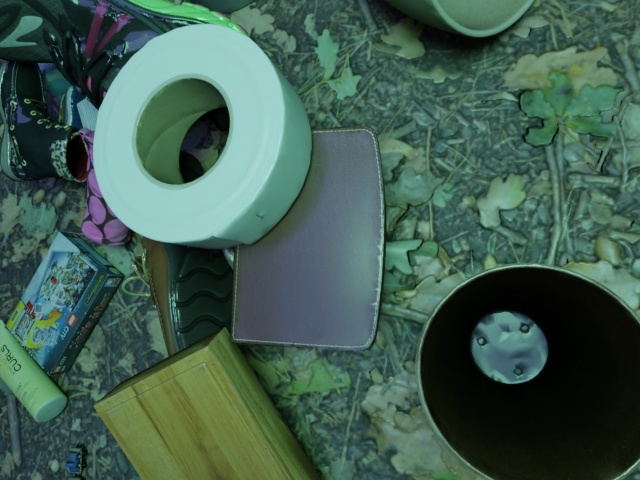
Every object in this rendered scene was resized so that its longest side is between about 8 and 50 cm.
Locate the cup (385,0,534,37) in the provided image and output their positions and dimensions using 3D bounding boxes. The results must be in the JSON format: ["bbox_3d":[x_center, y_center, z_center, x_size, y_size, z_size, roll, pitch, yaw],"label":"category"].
[{"bbox_3d":[0.153,-0.467,0.592,0.237,0.331,0.331,33,95,45],"label":"cup"}]

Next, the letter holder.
[{"bbox_3d":[0.000,0.000,0.651,0.215,0.152,0.301,-1,84,16],"label":"letter holder"}]

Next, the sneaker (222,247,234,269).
[{"bbox_3d":[-0.135,-0.027,0.741,0.071,0.066,0.188,-23,78,12],"label":"sneaker"}]

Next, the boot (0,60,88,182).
[{"bbox_3d":[-0.503,-0.221,0.802,0.179,0.085,0.236,8,97,21],"label":"boot"}]

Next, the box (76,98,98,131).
[{"bbox_3d":[-0.384,-0.234,0.842,0.137,0.072,0.126,-25,77,15],"label":"box"}]

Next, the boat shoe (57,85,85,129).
[{"bbox_3d":[-0.505,-0.225,0.891,0.066,0.066,0.183,13,93,39],"label":"boat shoe"}]

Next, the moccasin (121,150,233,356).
[{"bbox_3d":[-0.249,0.035,0.735,0.147,0.139,0.379,-29,75,36],"label":"moccasin"}]

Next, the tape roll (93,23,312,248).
[{"bbox_3d":[-0.158,-0.130,0.581,0.286,0.100,0.286,-2,83,18],"label":"tape roll"}]

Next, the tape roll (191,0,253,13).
[{"bbox_3d":[-0.186,-0.550,0.814,0.219,0.072,0.219,-2,82,18],"label":"tape roll"}]

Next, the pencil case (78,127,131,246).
[{"bbox_3d":[-0.386,-0.094,0.782,0.098,0.095,0.209,12,114,-9],"label":"pencil case"}]

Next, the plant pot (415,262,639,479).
[{"bbox_3d":[0.233,0.139,0.514,0.216,0.230,0.215,-2,84,17],"label":"plant pot"}]

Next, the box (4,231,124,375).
[{"bbox_3d":[-0.510,0.122,0.858,0.159,0.044,0.233,34,95,19],"label":"box"}]

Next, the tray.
[{"bbox_3d":[-0.123,0.352,0.622,0.203,0.076,0.410,-29,96,13],"label":"tray"}]

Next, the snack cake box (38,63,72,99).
[{"bbox_3d":[-0.466,-0.413,0.881,0.265,0.089,0.152,-19,78,15],"label":"snack cake box"}]

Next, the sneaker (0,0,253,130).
[{"bbox_3d":[-0.345,-0.299,0.709,0.483,0.185,0.202,11,75,0],"label":"sneaker"}]

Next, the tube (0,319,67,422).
[{"bbox_3d":[-0.605,0.265,0.869,0.240,0.062,0.070,33,54,23],"label":"tube"}]

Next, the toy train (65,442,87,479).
[{"bbox_3d":[-0.461,0.464,0.808,0.027,0.036,0.158,-3,83,18],"label":"toy train"}]
